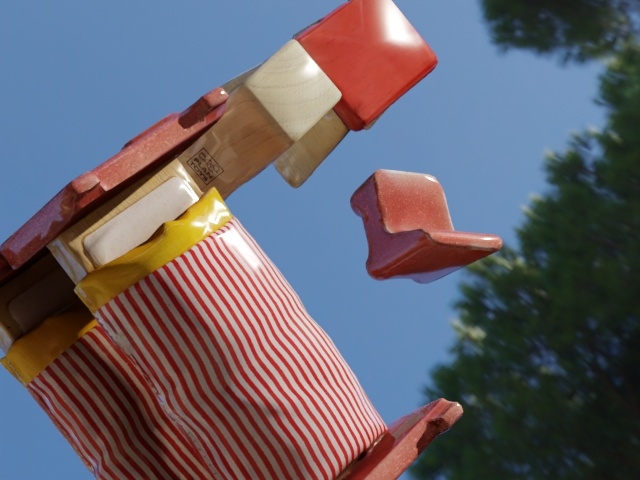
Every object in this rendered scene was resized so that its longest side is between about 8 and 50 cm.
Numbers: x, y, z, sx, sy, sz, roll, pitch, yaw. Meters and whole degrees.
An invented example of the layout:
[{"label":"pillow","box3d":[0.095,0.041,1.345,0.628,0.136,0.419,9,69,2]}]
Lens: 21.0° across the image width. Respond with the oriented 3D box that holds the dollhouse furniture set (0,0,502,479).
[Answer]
[{"label":"dollhouse furniture set","box3d":[0.000,0.000,0.915,0.201,0.152,0.374,52,-136,-4]}]
